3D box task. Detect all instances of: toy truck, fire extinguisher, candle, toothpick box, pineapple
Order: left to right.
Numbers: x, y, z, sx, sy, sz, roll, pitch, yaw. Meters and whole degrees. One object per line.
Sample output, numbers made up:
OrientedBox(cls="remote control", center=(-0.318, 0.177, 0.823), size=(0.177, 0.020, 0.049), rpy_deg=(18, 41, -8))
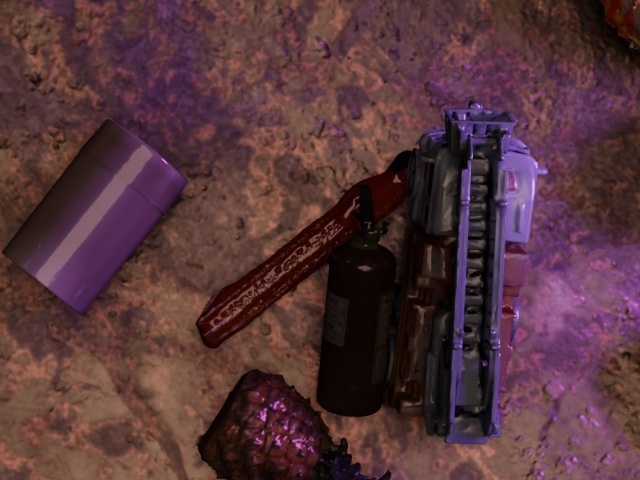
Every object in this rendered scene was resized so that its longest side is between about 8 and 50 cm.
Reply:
OrientedBox(cls="toothpick box", center=(-0.233, -0.025, 1.859), size=(0.111, 0.111, 0.180), rpy_deg=(38, 84, 0))
OrientedBox(cls="pineapple", center=(-0.003, 0.243, 1.850), size=(0.248, 0.128, 0.128), rpy_deg=(37, 83, -6))
OrientedBox(cls="candle", center=(0.000, 0.000, 1.905), size=(0.329, 0.048, 0.051), rpy_deg=(-38, 97, -7))
OrientedBox(cls="fire extinguisher", center=(0.037, 0.060, 1.861), size=(0.071, 0.099, 0.231), rpy_deg=(2, 107, -9))
OrientedBox(cls="toy truck", center=(0.152, 0.027, 1.821), size=(0.133, 0.184, 0.338), rpy_deg=(6, 98, -6))

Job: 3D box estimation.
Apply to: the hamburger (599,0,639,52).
OrientedBox(cls="hamburger", center=(0.423, -0.310, 1.906), size=(0.294, 0.179, 0.276), rpy_deg=(5, 83, -4))
